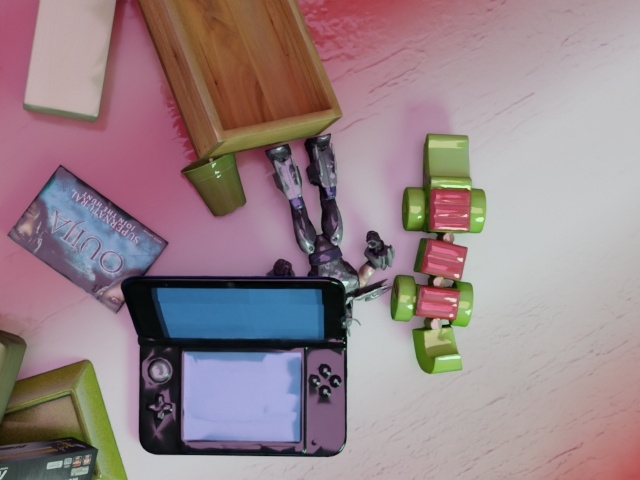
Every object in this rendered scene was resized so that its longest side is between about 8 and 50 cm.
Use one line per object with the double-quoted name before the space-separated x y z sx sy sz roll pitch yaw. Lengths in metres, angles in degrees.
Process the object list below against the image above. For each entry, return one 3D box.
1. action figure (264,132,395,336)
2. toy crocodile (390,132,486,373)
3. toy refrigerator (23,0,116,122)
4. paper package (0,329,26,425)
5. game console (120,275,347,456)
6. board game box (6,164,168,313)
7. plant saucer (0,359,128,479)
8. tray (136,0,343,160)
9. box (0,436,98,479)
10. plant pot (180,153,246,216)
"action figure" 0.000 0.000 1.660 0.185 0.099 0.285 -16 94 -16
"toy crocodile" 0.170 0.017 1.672 0.115 0.105 0.341 7 87 -6
"toy refrigerator" -0.337 -0.306 1.633 0.102 0.094 0.270 8 88 -13
"paper package" -0.577 0.228 1.529 0.309 0.168 0.325 19 86 5
"game console" -0.111 0.172 1.585 0.293 0.173 0.250 0 88 3
"board game box" -0.324 -0.001 1.657 0.186 0.026 0.126 36 84 -4
"plant saucer" -0.381 0.281 1.633 0.188 0.045 0.188 -17 90 -6
"tray" -0.140 -0.323 1.594 0.202 0.076 0.411 -16 79 -35
"box" -0.395 0.352 1.503 0.056 0.231 0.183 16 95 32
"plant pot" -0.142 -0.078 1.659 0.083 0.083 0.079 -25 103 -6
